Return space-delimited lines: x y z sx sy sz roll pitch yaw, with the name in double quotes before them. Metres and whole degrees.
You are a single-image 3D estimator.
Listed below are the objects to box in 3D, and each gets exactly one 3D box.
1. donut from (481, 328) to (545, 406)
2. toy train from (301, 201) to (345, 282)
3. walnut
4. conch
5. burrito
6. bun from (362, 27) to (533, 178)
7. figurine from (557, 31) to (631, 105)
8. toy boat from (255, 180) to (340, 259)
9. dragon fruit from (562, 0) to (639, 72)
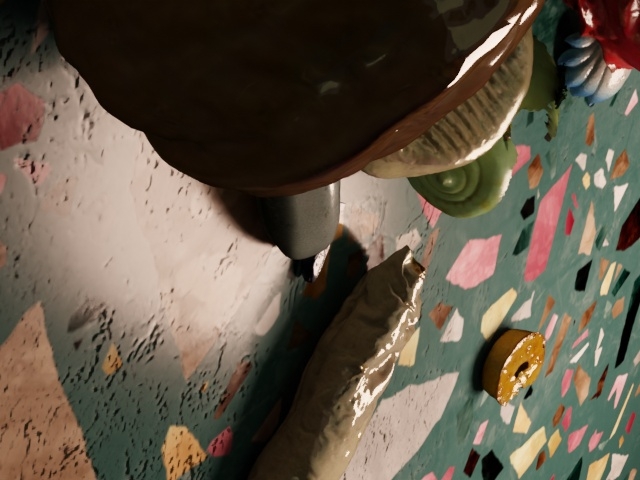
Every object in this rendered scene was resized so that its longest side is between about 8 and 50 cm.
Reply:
"donut" 0.246 0.156 1.706 0.108 0.043 0.097 -26 130 -46
"toy train" 0.000 0.000 1.259 0.017 0.017 0.083 17 94 -56
"walnut" -0.002 -0.192 0.853 0.344 0.306 0.306 -27 150 14
"conch" 0.177 -0.128 1.321 0.250 0.137 0.143 -39 163 -32
"burrito" 0.002 0.186 1.329 0.392 0.076 0.117 -61 155 -6
"bun" 0.084 -0.169 1.168 0.210 0.116 0.237 24 93 -30
"figurine" 0.329 -0.208 1.578 0.114 0.079 0.114 -27 140 -25
"toy boat" -0.023 -0.069 1.129 0.078 0.085 0.260 -19 144 -10
"dragon fruit" 0.392 -0.320 1.431 0.386 0.249 0.371 -63 142 -44
